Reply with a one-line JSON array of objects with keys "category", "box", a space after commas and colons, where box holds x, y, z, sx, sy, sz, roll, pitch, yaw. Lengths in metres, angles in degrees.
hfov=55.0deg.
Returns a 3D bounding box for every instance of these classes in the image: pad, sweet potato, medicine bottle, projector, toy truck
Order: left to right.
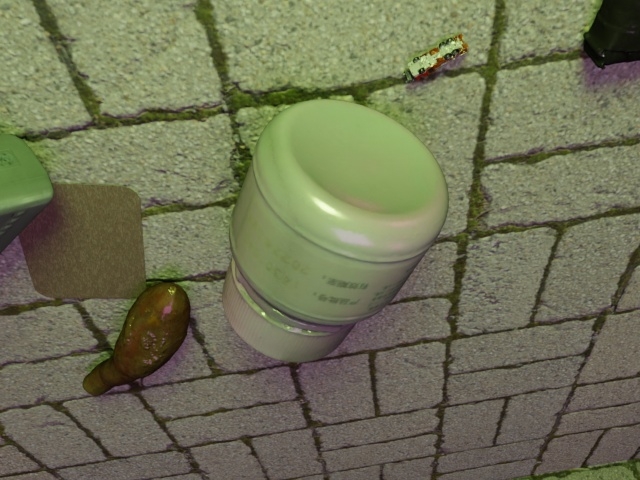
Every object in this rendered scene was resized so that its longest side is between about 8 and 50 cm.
[{"category": "projector", "box": [-0.474, -0.015, 0.724, 0.250, 0.198, 0.108, -34, 91, 29]}, {"category": "pad", "box": [-0.358, 0.010, 0.930, 0.176, 0.002, 0.266, 1, 139, -12]}, {"category": "sweet potato", "box": [-0.319, 0.192, 1.079, 0.109, 0.109, 0.385, 18, 134, -28]}, {"category": "medicine bottle", "box": [0.000, 0.000, 0.801, 0.241, 0.241, 0.302, 8, 137, -19]}, {"category": "toy truck", "box": [0.138, -0.217, 0.741, 0.083, 0.024, 0.032, -27, 166, 15]}]

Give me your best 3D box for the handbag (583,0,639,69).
[{"category": "handbag", "box": [0.440, -0.291, 0.668, 0.246, 0.080, 0.223, -6, 140, -3]}]
